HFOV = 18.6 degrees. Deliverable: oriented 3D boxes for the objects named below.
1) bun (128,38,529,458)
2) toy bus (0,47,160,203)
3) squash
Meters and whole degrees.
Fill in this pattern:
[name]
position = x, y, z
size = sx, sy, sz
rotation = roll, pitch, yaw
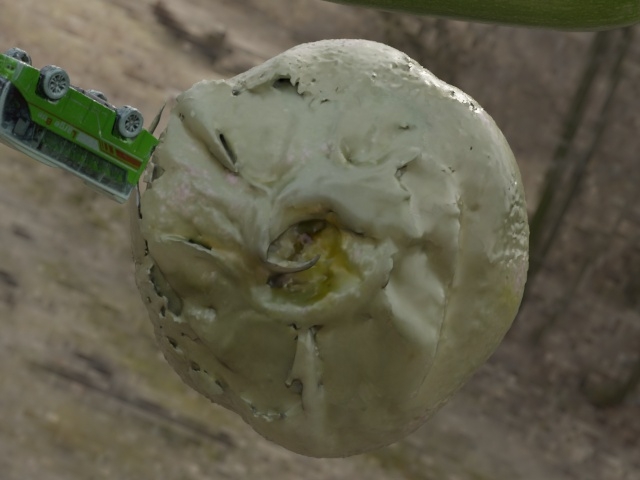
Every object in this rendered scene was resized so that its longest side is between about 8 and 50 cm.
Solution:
[bun]
position = 0.000, 0.000, 1.105
size = 0.239, 0.239, 0.141
rotation = 25, 4, 7
[toy bus]
position = -0.101, -0.046, 0.759
size = 0.031, 0.037, 0.083
rotation = 26, -2, 42
[squash]
position = 0.111, -0.224, 1.540
size = 0.395, 0.107, 0.107
rotation = 7, 11, 7
